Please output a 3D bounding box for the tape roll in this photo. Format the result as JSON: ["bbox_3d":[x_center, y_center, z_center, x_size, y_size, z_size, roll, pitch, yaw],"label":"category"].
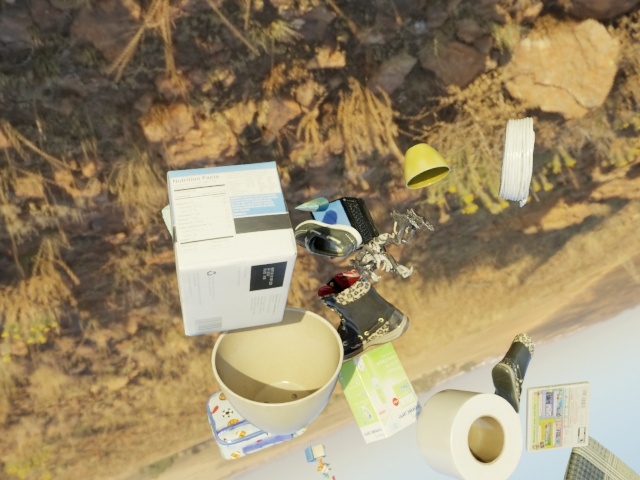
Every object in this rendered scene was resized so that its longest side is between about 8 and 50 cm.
[{"bbox_3d":[0.412,0.543,1.732,0.246,0.246,0.169,-16,178,-27],"label":"tape roll"}]

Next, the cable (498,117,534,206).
[{"bbox_3d":[0.611,-0.253,1.943,0.089,0.257,0.257,5,169,15],"label":"cable"}]

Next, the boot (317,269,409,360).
[{"bbox_3d":[0.084,0.266,2.178,0.377,0.284,0.138,-23,-150,30],"label":"boot"}]

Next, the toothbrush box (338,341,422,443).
[{"bbox_3d":[0.204,0.525,2.166,0.206,0.283,0.122,-13,164,-41],"label":"toothbrush box"}]

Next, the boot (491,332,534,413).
[{"bbox_3d":[0.593,0.415,1.890,0.085,0.236,0.178,14,-137,37],"label":"boot"}]

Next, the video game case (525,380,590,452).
[{"bbox_3d":[0.719,0.535,1.887,0.193,0.212,0.023,-5,-165,-5],"label":"video game case"}]

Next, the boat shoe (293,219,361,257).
[{"bbox_3d":[0.000,0.000,2.100,0.302,0.114,0.091,-2,-143,49],"label":"boat shoe"}]

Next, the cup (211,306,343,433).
[{"bbox_3d":[-0.106,0.373,1.638,0.331,0.331,0.237,-18,130,-21],"label":"cup"}]

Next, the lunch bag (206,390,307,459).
[{"bbox_3d":[-0.195,0.552,1.971,0.303,0.243,0.115,-17,122,-13],"label":"lunch bag"}]

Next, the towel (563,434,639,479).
[{"bbox_3d":[0.870,0.805,1.923,0.056,0.324,0.312,-39,-165,54],"label":"towel"}]

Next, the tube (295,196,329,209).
[{"bbox_3d":[-0.021,-0.119,2.155,0.080,0.052,0.207,-10,-176,15],"label":"tube"}]

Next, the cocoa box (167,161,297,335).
[{"bbox_3d":[-0.195,0.025,1.338,0.231,0.228,0.347,-7,152,-13],"label":"cocoa box"}]

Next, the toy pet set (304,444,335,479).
[{"bbox_3d":[-0.011,0.706,1.967,0.065,0.114,0.122,-21,149,7],"label":"toy pet set"}]

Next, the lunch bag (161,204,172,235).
[{"bbox_3d":[-0.303,-0.036,1.799,0.223,0.160,0.262,-6,148,45],"label":"lunch bag"}]

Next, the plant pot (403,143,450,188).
[{"bbox_3d":[0.295,-0.223,1.804,0.134,0.095,0.134,-17,162,-6],"label":"plant pot"}]

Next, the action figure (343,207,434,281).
[{"bbox_3d":[0.187,0.039,1.754,0.164,0.141,0.275,3,135,-52],"label":"action figure"}]

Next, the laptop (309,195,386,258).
[{"bbox_3d":[0.104,-0.041,2.443,0.136,0.234,0.264,-31,-163,-17],"label":"laptop"}]
